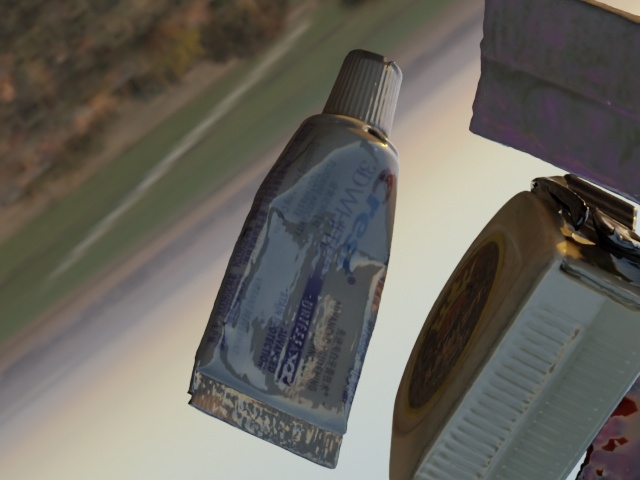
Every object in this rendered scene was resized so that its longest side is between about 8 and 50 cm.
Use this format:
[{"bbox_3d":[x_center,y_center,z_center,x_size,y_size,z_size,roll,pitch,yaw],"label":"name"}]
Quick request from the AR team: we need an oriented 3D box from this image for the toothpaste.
[{"bbox_3d":[-0.002,0.000,1.120,0.068,0.099,0.282,92,13,-63],"label":"toothpaste"}]

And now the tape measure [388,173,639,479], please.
[{"bbox_3d":[0.162,0.060,1.230,0.231,0.133,0.271,-76,-167,-63],"label":"tape measure"}]

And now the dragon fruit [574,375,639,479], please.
[{"bbox_3d":[0.290,0.242,1.492,0.282,0.100,0.344,39,65,-62],"label":"dragon fruit"}]

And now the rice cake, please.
[{"bbox_3d":[0.215,-0.062,0.967,0.050,0.298,0.106,-6,116,-56],"label":"rice cake"}]
